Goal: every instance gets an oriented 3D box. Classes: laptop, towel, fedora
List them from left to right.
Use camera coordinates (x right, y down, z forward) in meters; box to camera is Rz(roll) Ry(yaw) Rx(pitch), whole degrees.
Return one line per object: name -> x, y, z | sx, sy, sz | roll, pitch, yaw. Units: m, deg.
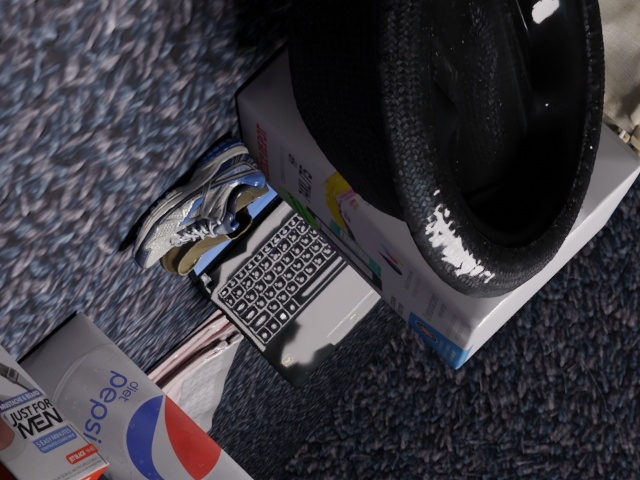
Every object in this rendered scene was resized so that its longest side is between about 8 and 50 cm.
towel -> -0.226, 0.248, 1.994 | 0.317, 0.053, 0.332 | -41, 168, -27
laptop -> 0.000, 0.000, 1.707 | 0.234, 0.264, 0.136 | -45, -154, -8
fedora -> 0.079, -0.128, 1.257 | 0.334, 0.152, 0.334 | -8, 100, -53

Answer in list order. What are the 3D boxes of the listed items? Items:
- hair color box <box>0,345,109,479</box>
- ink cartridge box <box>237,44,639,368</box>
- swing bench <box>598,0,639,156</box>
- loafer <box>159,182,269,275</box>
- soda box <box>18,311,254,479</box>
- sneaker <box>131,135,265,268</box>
hair color box -> -0.225, 0.110, 1.107 | 0.053, 0.167, 0.093 | -50, 170, 22
ink cartridge box -> 0.093, -0.067, 1.450 | 0.197, 0.270, 0.198 | -44, 170, -10
swing bench -> 0.249, -0.210, 1.587 | 0.165, 0.253, 0.254 | -49, 170, 5
loafer -> -0.093, -0.015, 1.511 | 0.056, 0.050, 0.148 | -35, 165, -49
soda box -> -0.140, 0.199, 1.470 | 0.091, 0.286, 0.098 | -42, 168, -24
sneaker -> -0.100, -0.022, 1.434 | 0.135, 0.058, 0.052 | -46, 170, 2
